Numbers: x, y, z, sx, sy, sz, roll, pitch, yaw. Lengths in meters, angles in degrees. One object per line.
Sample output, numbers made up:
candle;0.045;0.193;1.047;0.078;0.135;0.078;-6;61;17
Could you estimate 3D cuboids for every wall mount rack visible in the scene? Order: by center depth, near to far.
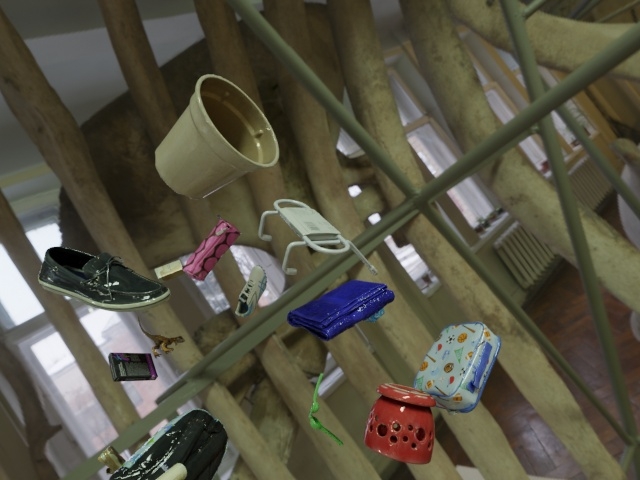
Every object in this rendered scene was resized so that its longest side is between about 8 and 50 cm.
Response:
wall mount rack;0.000;0.000;1.181;0.304;0.350;0.131;0;-63;-29

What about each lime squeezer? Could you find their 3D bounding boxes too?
lime squeezer;-0.001;0.722;1.732;0.109;0.311;0.059;-16;-2;17

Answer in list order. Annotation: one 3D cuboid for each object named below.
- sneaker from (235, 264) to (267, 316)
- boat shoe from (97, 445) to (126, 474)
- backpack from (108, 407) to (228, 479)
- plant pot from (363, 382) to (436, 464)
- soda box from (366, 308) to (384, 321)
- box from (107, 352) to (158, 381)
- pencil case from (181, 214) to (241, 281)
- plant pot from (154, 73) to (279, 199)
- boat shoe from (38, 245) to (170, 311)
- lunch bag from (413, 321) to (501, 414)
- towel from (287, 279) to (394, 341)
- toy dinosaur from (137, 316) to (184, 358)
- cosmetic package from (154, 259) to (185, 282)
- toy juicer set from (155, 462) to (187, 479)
sneaker;-0.284;0.211;1.684;0.086;0.085;0.237;-14;-52;-59
boat shoe;-0.817;0.899;1.643;0.072;0.190;0.068;-36;30;-28
backpack;-0.483;0.750;1.407;0.355;0.290;0.273;-50;3;-40
plant pot;0.227;0.503;1.161;0.191;0.191;0.174;131;152;-75
soda box;0.143;0.263;1.610;0.071;0.067;0.210;-31;18;-37
box;-0.703;0.473;1.550;0.162;0.116;0.029;21;-67;-47
pencil case;-0.343;0.030;1.290;0.209;0.095;0.098;-55;13;-8
plant pot;-0.357;-0.300;1.346;0.305;0.334;0.334;-31;-1;27
boat shoe;-0.787;0.135;1.497;0.187;0.499;0.156;-54;-23;-69
lunch bag;0.450;0.414;1.350;0.303;0.115;0.243;-55;13;-27
towel;0.065;0.208;1.354;0.308;0.076;0.227;-22;19;-35
toy dinosaur;-0.606;0.373;1.542;0.064;0.112;0.211;-38;-41;13
cosmetic package;-0.675;0.138;1.853;0.115;0.060;0.041;-24;-33;-21
toy juicer set;-0.188;0.483;0.654;0.089;0.329;0.209;-24;14;21
